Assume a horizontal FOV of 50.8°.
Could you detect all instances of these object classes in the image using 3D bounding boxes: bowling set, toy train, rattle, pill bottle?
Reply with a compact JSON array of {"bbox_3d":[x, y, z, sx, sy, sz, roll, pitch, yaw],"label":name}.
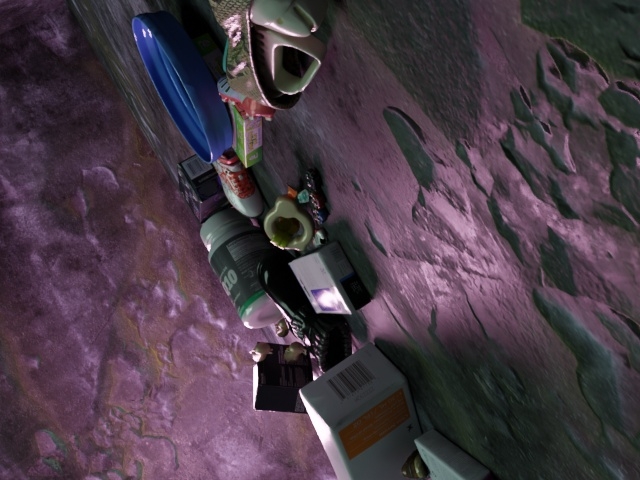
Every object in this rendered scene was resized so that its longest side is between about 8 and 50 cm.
[{"bbox_3d":[-0.079,0.293,2.157,0.154,0.286,0.200,115,157,-65],"label":"bowling set"},{"bbox_3d":[-0.006,-0.091,1.447,0.036,0.027,0.158,36,154,33],"label":"toy train"},{"bbox_3d":[-0.058,-0.084,1.625,0.130,0.143,0.200,18,129,21],"label":"rattle"},{"bbox_3d":[-0.233,0.082,2.162,0.361,0.204,0.204,57,166,25],"label":"pill bottle"}]

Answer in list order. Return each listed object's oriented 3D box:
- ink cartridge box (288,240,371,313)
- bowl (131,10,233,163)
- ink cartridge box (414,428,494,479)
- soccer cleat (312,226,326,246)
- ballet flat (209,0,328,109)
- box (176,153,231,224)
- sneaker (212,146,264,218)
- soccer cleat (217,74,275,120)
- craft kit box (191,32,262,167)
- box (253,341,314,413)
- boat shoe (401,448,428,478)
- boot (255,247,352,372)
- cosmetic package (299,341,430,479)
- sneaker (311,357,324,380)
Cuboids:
[{"bbox_3d":[0.014,0.099,1.673,0.165,0.065,0.332,60,164,-3],"label":"ink cartridge box"},{"bbox_3d":[-0.336,-0.380,1.669,0.391,0.077,0.391,54,165,22],"label":"bowl"},{"bbox_3d":[0.368,0.623,1.512,0.324,0.071,0.330,66,163,-17],"label":"ink cartridge box"},{"bbox_3d":[0.000,0.000,1.597,0.036,0.029,0.083,58,161,22],"label":"soccer cleat"},{"bbox_3d":[-0.067,-0.330,0.997,0.182,0.164,0.483,35,167,7],"label":"ballet flat"},{"bbox_3d":[-0.340,-0.177,2.104,0.143,0.165,0.270,58,164,6],"label":"box"},{"bbox_3d":[-0.241,-0.189,1.901,0.270,0.090,0.145,62,168,2],"label":"sneaker"},{"bbox_3d":[-0.151,-0.322,1.410,0.248,0.083,0.095,-133,48,-55],"label":"soccer cleat"},{"bbox_3d":[-0.227,-0.334,1.648,0.247,0.061,0.250,59,166,14],"label":"craft kit box"},{"bbox_3d":[-0.124,0.445,2.207,0.261,0.184,0.103,-103,23,-67],"label":"box"},{"bbox_3d":[0.244,0.556,1.695,0.178,0.060,0.064,14,-121,-70],"label":"boat shoe"},{"bbox_3d":[-0.041,0.196,1.909,0.348,0.131,0.260,61,170,-29],"label":"boot"},{"bbox_3d":[0.130,0.510,1.763,0.161,0.230,0.453,42,158,47],"label":"cosmetic package"},{"bbox_3d":[0.025,0.533,2.284,0.305,0.152,0.114,51,-165,32],"label":"sneaker"}]
